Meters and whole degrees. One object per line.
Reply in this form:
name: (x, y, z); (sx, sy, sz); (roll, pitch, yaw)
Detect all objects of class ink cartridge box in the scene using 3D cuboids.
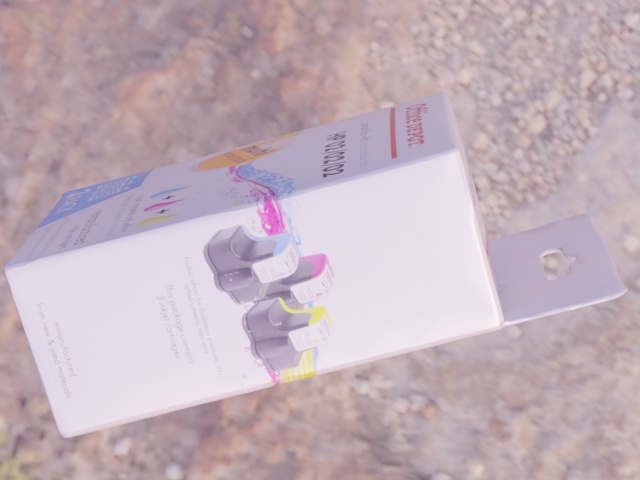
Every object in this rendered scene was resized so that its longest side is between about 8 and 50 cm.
ink cartridge box: (0.000, 0.000, 0.577); (0.181, 0.104, 0.061); (-14, 104, 5)
